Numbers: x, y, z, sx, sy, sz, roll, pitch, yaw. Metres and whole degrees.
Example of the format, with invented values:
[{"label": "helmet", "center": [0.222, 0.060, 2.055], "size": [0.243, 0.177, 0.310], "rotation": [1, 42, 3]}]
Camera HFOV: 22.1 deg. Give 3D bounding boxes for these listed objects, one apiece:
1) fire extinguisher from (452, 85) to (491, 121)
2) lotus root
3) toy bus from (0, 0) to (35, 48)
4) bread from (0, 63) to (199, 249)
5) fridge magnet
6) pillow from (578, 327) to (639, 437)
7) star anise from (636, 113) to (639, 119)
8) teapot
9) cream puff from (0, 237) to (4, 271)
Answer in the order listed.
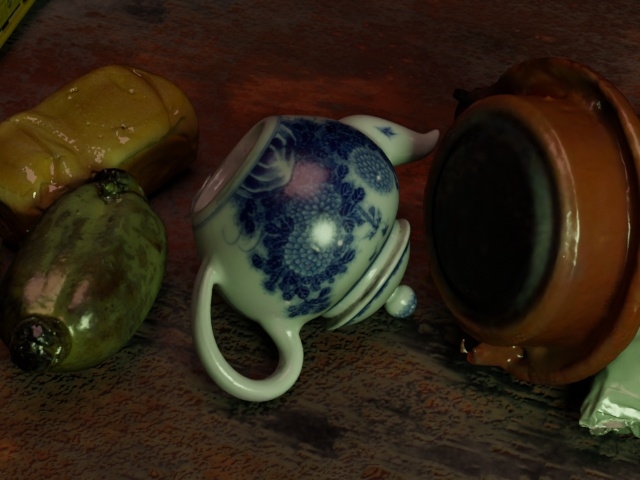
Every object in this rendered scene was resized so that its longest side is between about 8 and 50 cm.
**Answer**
[{"label": "fire extinguisher", "center": [0.247, -0.102, 2.099], "size": [0.141, 0.105, 0.341], "rotation": [19, 36, -22]}, {"label": "lotus root", "center": [-0.281, 0.049, 1.872], "size": [0.173, 0.173, 0.309], "rotation": [11, 42, 11]}, {"label": "toy bus", "center": [-0.496, -0.358, 2.329], "size": [0.145, 0.151, 0.331], "rotation": [9, 43, 12]}, {"label": "bread", "center": [-0.305, -0.110, 2.071], "size": [0.294, 0.132, 0.167], "rotation": [-31, 57, -33]}, {"label": "fridge magnet", "center": [0.237, -0.021, 1.800], "size": [0.155, 0.363, 0.363], "rotation": [0, 38, -31]}, {"label": "pillow", "center": [0.426, 0.104, 1.835], "size": [0.283, 0.138, 0.310], "rotation": [-1, 43, 5]}, {"label": "star anise", "center": [0.411, -0.091, 2.067], "size": [0.190, 0.126, 0.220], "rotation": [2, 18, 2]}, {"label": "teapot", "center": [0.000, 0.000, 1.892], "size": [0.280, 0.252, 0.424], "rotation": [38, 66, -12]}, {"label": "cream puff", "center": [-0.469, -0.012, 1.923], "size": [0.221, 0.195, 0.195], "rotation": [37, 50, 8]}]
